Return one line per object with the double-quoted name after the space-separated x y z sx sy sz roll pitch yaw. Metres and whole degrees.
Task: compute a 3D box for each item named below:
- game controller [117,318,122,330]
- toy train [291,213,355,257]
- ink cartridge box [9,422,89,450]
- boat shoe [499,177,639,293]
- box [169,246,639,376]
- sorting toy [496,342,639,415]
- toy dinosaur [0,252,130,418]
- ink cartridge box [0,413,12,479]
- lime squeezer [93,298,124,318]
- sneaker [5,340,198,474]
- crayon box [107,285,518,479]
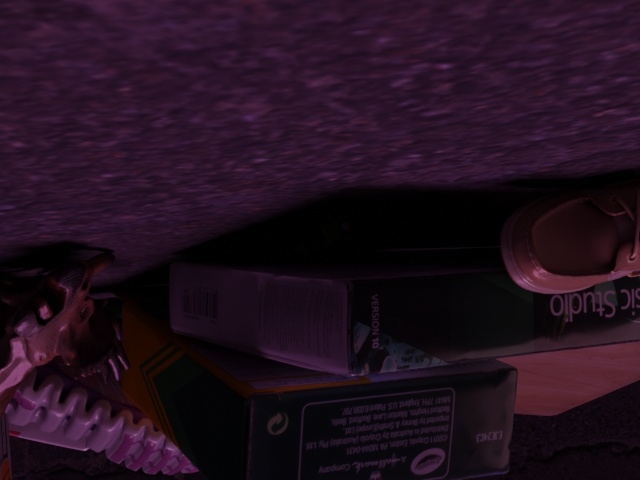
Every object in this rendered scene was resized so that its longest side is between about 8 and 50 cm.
-0.201 0.101 1.073 0.166 0.067 0.319 6 177 23 "game controller"
0.000 0.000 0.591 0.023 0.017 0.083 -21 176 -18 "toy train"
-0.307 0.172 1.115 0.171 0.100 0.237 10 177 7 "ink cartridge box"
0.180 -0.010 0.540 0.170 0.063 0.059 -12 174 -31 "boat shoe"
0.088 0.039 0.648 0.322 0.059 0.232 -3 -177 -32 "box"
0.260 0.117 1.079 0.257 0.089 0.255 10 148 -32 "sorting toy"
-0.248 0.080 0.684 0.295 0.200 0.127 17 152 51 "toy dinosaur"
-0.403 0.193 0.896 0.168 0.233 0.171 -5 172 -4 "ink cartridge box"
-0.101 0.102 0.918 0.110 0.059 0.310 -42 137 14 "lime squeezer"
-0.188 0.130 0.826 0.236 0.105 0.095 27 142 -16 "sneaker"
-0.029 0.103 0.730 0.203 0.083 0.323 -1 -170 -27 "crayon box"
